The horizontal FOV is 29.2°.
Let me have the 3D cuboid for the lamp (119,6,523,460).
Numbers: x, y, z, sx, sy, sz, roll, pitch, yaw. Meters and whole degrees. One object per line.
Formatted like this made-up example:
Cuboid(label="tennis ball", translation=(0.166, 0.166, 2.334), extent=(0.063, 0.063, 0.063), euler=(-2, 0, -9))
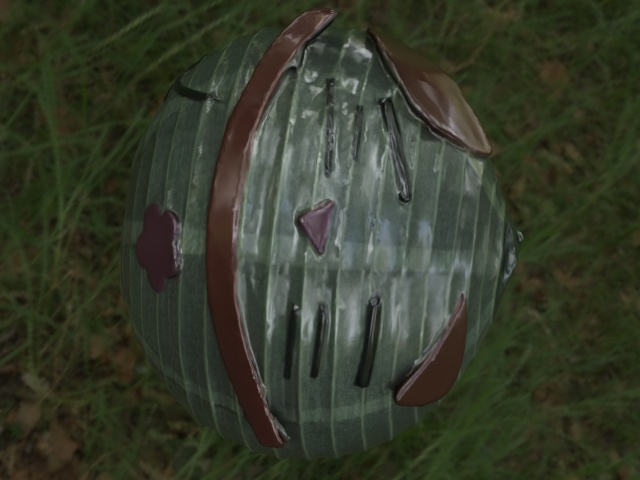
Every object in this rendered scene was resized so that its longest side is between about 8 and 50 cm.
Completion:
Cuboid(label="lamp", translation=(0.000, 0.000, 0.713), extent=(0.233, 0.233, 0.265), euler=(-10, 104, -44))
